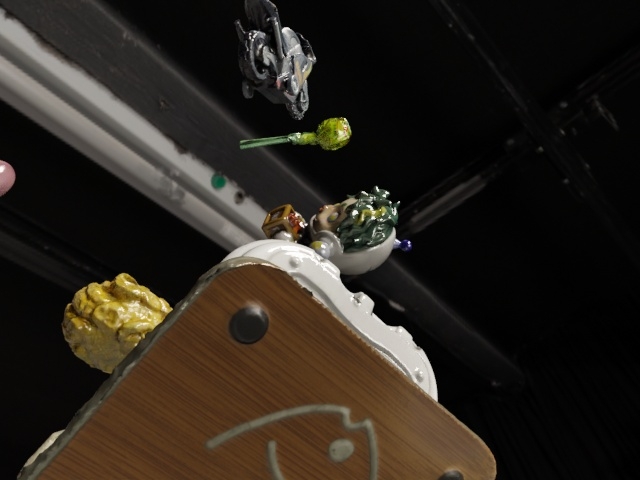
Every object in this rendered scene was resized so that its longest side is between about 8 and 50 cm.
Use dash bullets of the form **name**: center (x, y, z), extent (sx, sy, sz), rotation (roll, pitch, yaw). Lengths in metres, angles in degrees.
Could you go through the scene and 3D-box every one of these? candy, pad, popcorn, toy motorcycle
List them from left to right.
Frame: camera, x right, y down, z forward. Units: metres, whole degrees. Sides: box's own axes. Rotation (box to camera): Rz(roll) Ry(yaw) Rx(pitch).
- **popcorn**: center (-0.442, 0.187, 1.451), extent (0.250, 0.190, 0.250), rotation (-4, -50, -5)
- **pad**: center (-0.044, 0.187, 0.432), extent (0.284, 0.018, 0.286), rotation (-48, -64, -2)
- **toy motorcycle**: center (-0.085, -0.363, 1.324), extent (0.108, 0.173, 0.307), rotation (3, -9, 19)
- **candy**: center (-0.058, -0.236, 1.531), extent (0.262, 0.077, 0.073), rotation (-8, -83, -2)

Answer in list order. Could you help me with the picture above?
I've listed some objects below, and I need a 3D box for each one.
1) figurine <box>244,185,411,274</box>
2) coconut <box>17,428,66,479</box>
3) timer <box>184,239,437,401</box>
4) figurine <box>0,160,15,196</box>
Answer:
- **figurine**: center (0.000, -0.003, 1.446), extent (0.381, 0.261, 0.186), rotation (-14, -55, 19)
- **coconut**: center (-0.412, 0.403, 1.082), extent (0.161, 0.162, 0.161), rotation (25, -24, 12)
- **timer**: center (-0.018, 0.133, 0.588), extent (0.262, 0.237, 0.087), rotation (42, -37, -6)
- **figurine**: center (-0.798, -0.152, 1.336), extent (0.211, 0.261, 0.270), rotation (11, -51, 16)
